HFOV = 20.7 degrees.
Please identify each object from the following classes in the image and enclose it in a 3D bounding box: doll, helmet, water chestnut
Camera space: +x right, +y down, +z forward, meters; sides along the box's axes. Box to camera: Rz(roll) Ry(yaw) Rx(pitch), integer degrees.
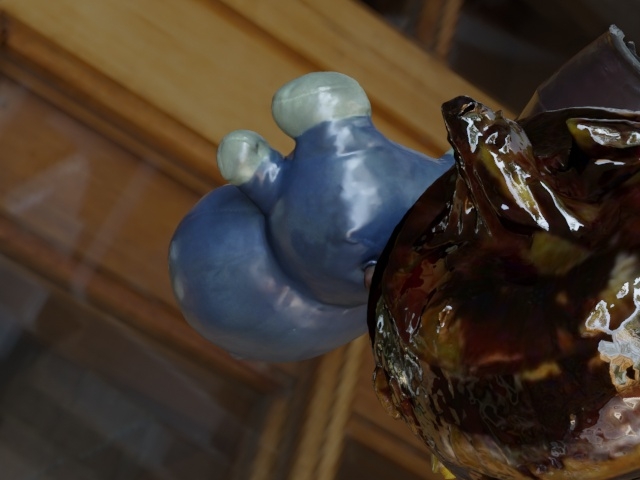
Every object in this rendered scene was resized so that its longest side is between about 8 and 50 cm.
[{"bbox_3d":[0.000,0.000,1.311,0.258,0.228,0.154,-31,46,52],"label":"doll"},{"bbox_3d":[0.288,-0.048,1.687,0.177,0.305,0.225,-34,43,1],"label":"helmet"},{"bbox_3d":[0.157,0.024,1.089,0.300,0.300,0.300,-43,29,30],"label":"water chestnut"}]

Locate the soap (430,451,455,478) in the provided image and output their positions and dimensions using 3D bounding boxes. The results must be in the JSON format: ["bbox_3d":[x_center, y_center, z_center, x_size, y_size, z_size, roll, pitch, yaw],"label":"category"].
[{"bbox_3d":[0.202,0.094,1.966,0.096,0.204,0.324,-128,30,-64],"label":"soap"}]
